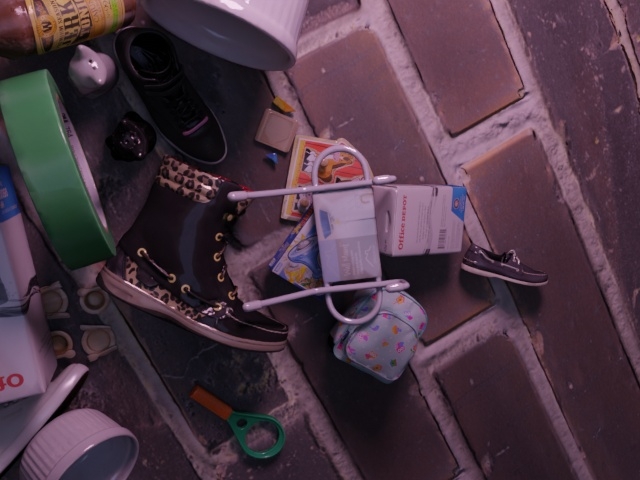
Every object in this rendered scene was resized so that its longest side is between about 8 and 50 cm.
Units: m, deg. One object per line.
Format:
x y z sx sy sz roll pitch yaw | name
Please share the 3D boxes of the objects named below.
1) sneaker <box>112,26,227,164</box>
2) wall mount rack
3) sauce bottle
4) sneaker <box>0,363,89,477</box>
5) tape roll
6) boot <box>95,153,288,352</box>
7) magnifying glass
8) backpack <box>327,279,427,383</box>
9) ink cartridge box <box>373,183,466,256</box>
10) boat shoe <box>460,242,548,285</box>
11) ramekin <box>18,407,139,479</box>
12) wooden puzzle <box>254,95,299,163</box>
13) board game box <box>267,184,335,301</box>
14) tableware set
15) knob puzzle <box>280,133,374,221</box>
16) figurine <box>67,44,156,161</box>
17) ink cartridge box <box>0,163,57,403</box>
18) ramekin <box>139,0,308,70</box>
-0.263 -0.253 1.277 0.105 0.147 0.295 -38 108 -8 | sneaker
0.000 0.000 1.327 0.304 0.130 0.349 -7 93 3 | wall mount rack
-0.453 -0.351 1.140 0.344 0.111 0.111 -38 111 -41 | sauce bottle
-0.563 0.319 1.317 0.123 0.106 0.290 42 77 1 | sneaker
-0.422 -0.113 1.165 0.077 0.321 0.321 -19 104 -12 | tape roll
-0.194 0.030 1.350 0.378 0.138 0.284 24 93 -7 | boot
-0.171 0.371 1.479 0.231 0.026 0.092 39 88 -20 | magnifying glass
0.124 0.181 1.466 0.166 0.144 0.188 31 87 -13 | backpack
0.198 -0.044 1.449 0.191 0.082 0.139 -2 100 -33 | ink cartridge box
0.408 0.052 1.557 0.206 0.075 0.064 11 100 -12 | boat shoe
-0.450 0.408 1.318 0.109 0.207 0.207 33 90 25 | ramekin
-0.085 -0.216 1.403 0.079 0.014 0.116 28 91 -14 | wooden puzzle
0.006 0.007 1.437 0.136 0.035 0.201 33 95 -28 | board game box
-0.466 0.155 1.359 0.141 0.020 0.168 -8 101 -14 | tableware set
0.028 -0.112 1.444 0.213 0.030 0.213 -3 100 -16 | knob puzzle
-0.358 -0.232 1.220 0.092 0.209 0.214 -30 106 -9 | figurine
-0.642 0.090 1.213 0.286 0.166 0.394 -12 101 -11 | ink cartridge box
-0.152 -0.410 1.220 0.277 0.277 0.135 21 86 -18 | ramekin
